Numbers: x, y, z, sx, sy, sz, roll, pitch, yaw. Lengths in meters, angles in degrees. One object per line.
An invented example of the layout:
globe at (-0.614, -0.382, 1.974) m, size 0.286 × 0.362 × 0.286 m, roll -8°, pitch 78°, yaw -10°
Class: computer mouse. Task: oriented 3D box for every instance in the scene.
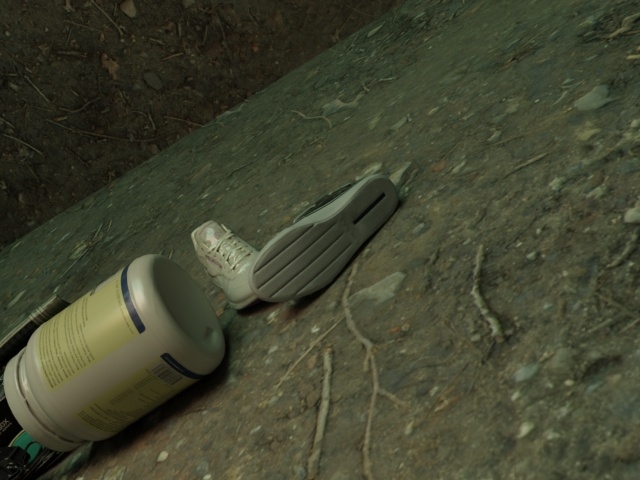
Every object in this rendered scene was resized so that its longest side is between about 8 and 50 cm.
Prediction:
computer mouse at (-0.593, 0.423, 1.256) m, size 0.272 × 0.072 × 0.188 m, roll -8°, pitch 16°, yaw 25°

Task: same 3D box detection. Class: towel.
towel at (-0.772, 0.257, 1.851) m, size 0.312 × 0.056 × 0.324 m, roll -45°, pitch 1°, yaw -16°

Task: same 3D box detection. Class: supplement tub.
supplement tub at (-0.357, 0.200, 1.259) m, size 0.324 × 0.235 × 0.235 m, roll -33°, pitch 23°, yaw 9°

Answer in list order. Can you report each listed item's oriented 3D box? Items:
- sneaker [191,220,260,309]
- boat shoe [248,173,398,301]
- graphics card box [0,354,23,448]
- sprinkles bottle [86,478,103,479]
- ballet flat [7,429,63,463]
sneaker at (-0.180, 0.043, 1.409) m, size 0.114 × 0.152 × 0.305 m, roll -42°, pitch 24°, yaw -16°
boat shoe at (0.000, 0.000, 1.303) m, size 0.335 × 0.121 × 0.119 m, roll -36°, pitch 12°, yaw -24°
graphics card box at (-0.792, 0.440, 1.624) m, size 0.371 × 0.094 × 0.232 m, roll -45°, pitch 23°, yaw -19°
sprinkles bottle at (-0.297, 0.424, 0.726) m, size 0.121 × 0.121 × 0.355 m, roll -17°, pitch 30°, yaw 40°
ballet flat at (-0.561, 0.413, 1.368) m, size 0.248 × 0.086 × 0.086 m, roll -39°, pitch 23°, yaw 0°
